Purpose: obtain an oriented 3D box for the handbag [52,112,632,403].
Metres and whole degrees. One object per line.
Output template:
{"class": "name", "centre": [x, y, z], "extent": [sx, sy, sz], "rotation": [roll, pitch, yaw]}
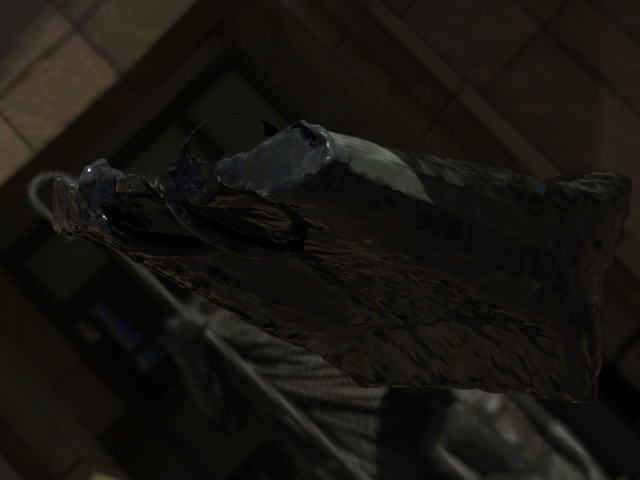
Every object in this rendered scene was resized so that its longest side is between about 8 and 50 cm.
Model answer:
{"class": "handbag", "centre": [0.000, 0.000, 0.549], "extent": [0.270, 0.175, 0.089], "rotation": [-6, 67, 62]}
